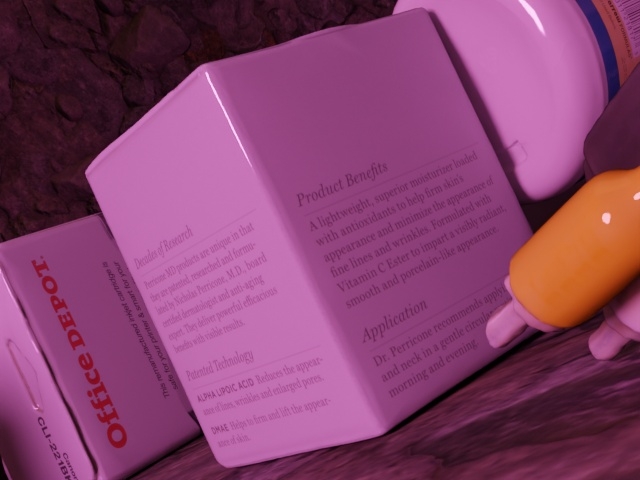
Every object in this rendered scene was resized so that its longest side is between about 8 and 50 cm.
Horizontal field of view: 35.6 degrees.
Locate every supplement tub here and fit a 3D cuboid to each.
[{"bbox_3d":[0.153,-0.119,0.581,0.200,0.144,0.144,-28,0,-31],"label":"supplement tub"}]

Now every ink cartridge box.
[{"bbox_3d":[-0.156,0.077,0.844,0.114,0.197,0.273,-28,-3,37],"label":"ink cartridge box"}]

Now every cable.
[{"bbox_3d":[0.142,-0.052,0.268,0.139,0.072,0.287,-13,-25,-17],"label":"cable"}]

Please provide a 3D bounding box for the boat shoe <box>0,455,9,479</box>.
[{"bbox_3d":[-0.302,0.231,0.971,0.072,0.068,0.190,-38,-13,6],"label":"boat shoe"}]

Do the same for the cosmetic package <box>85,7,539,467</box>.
[{"bbox_3d":[0.000,0.000,0.532,0.151,0.183,0.151,-23,-3,-38],"label":"cosmetic package"}]

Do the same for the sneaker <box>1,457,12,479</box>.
[{"bbox_3d":[-0.208,0.180,0.977,0.121,0.079,0.217,-20,5,10],"label":"sneaker"}]

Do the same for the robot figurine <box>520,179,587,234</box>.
[{"bbox_3d":[0.192,-0.070,0.804,0.174,0.209,0.278,11,3,8],"label":"robot figurine"}]
